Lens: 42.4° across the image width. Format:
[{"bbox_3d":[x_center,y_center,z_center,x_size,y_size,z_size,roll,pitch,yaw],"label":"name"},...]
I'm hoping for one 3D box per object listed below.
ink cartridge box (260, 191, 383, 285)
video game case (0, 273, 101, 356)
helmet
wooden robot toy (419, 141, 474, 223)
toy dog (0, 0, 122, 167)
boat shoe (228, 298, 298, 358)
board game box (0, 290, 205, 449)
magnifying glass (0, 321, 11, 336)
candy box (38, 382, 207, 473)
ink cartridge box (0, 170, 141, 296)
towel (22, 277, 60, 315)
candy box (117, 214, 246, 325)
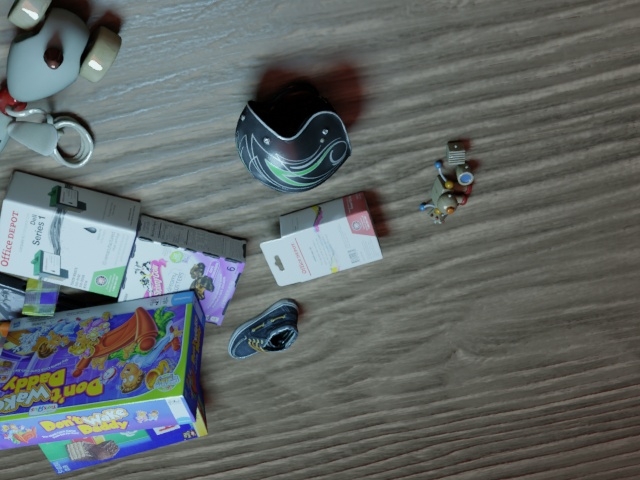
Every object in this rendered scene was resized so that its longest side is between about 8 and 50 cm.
[{"bbox_3d":[0.000,0.000,1.476,0.198,0.067,0.115,-16,127,6],"label":"ink cartridge box"},{"bbox_3d":[-0.560,0.201,1.608,0.248,0.035,0.274,21,123,-20],"label":"video game case"},{"bbox_3d":[-0.049,-0.155,1.292,0.162,0.169,0.169,-27,127,-5],"label":"helmet"},{"bbox_3d":[0.229,-0.078,1.425,0.076,0.079,0.173,8,127,-10],"label":"wooden robot toy"},{"bbox_3d":[-0.431,-0.216,1.212,0.220,0.161,0.333,15,125,-15],"label":"toy dog"},{"bbox_3d":[-0.115,0.193,1.606,0.065,0.083,0.183,36,118,-27],"label":"boat shoe"},{"bbox_3d":[-0.383,0.221,1.430,0.347,0.233,0.078,-9,133,5],"label":"board game box"},{"bbox_3d":[-0.621,0.166,1.541,0.231,0.026,0.092,0,128,-2],"label":"magnifying glass"},{"bbox_3d":[-0.403,0.304,1.613,0.317,0.122,0.268,-15,133,-5],"label":"candy box"},{"bbox_3d":[-0.438,-0.008,1.417,0.220,0.092,0.160,14,125,-15],"label":"ink cartridge box"},{"bbox_3d":[-0.509,0.098,1.505,0.060,0.083,0.009,3,147,-6],"label":"towel"},{"bbox_3d":[-0.252,0.057,1.497,0.196,0.070,0.164,14,127,-15],"label":"candy box"}]
